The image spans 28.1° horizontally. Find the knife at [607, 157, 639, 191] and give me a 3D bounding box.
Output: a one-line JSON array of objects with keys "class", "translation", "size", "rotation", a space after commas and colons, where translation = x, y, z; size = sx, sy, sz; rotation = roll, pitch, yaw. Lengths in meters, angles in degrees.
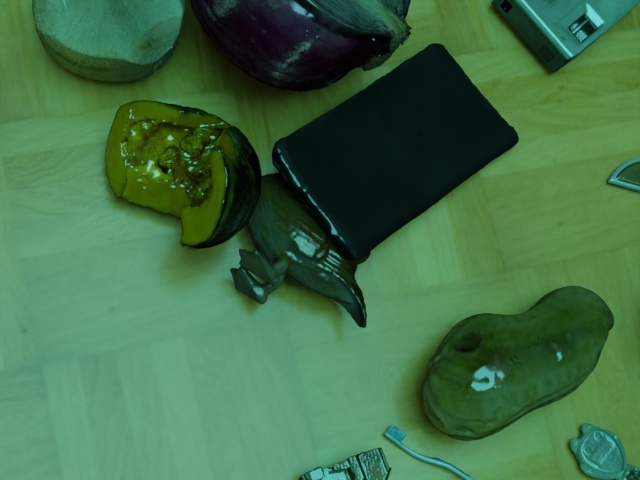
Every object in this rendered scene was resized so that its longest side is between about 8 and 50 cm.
[{"class": "knife", "translation": [0.447, -0.065, 1.453], "size": [0.256, 0.022, 0.046], "rotation": [4, 79, -12]}]

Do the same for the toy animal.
[{"class": "toy animal", "translation": [0.000, 0.000, 1.309], "size": [0.188, 0.089, 0.179], "rotation": [43, 59, 4]}]

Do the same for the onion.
[{"class": "onion", "translation": [-0.072, -0.291, 1.294], "size": [0.349, 0.159, 0.267], "rotation": [49, 28, -1]}]

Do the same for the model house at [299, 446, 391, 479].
[{"class": "model house", "translation": [0.027, 0.246, 1.264], "size": [0.083, 0.057, 0.058], "rotation": [-16, 76, -18]}]

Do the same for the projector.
[{"class": "projector", "translation": [0.283, -0.276, 1.447], "size": [0.147, 0.061, 0.115], "rotation": [-40, 86, -18]}]

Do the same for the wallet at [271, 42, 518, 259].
[{"class": "wallet", "translation": [0.080, -0.098, 1.338], "size": [0.285, 0.030, 0.146], "rotation": [-36, 90, -35]}]

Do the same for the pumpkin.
[{"class": "pumpkin", "translation": [-0.120, -0.066, 1.267], "size": [0.183, 0.107, 0.119], "rotation": [39, 112, 36]}]

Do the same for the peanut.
[{"class": "peanut", "translation": [0.204, 0.116, 1.310], "size": [0.236, 0.120, 0.110], "rotation": [-29, 120, -23]}]

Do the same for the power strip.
[{"class": "power strip", "translation": [0.303, 0.229, 1.342], "size": [0.083, 0.035, 0.055], "rotation": [42, 71, 2]}]

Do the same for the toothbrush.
[{"class": "toothbrush", "translation": [0.135, 0.239, 1.313], "size": [0.162, 0.014, 0.017], "rotation": [34, 91, -3]}]

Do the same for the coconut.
[{"class": "coconut", "translation": [-0.211, -0.244, 1.275], "size": [0.161, 0.162, 0.161], "rotation": [3, 76, -13]}]
